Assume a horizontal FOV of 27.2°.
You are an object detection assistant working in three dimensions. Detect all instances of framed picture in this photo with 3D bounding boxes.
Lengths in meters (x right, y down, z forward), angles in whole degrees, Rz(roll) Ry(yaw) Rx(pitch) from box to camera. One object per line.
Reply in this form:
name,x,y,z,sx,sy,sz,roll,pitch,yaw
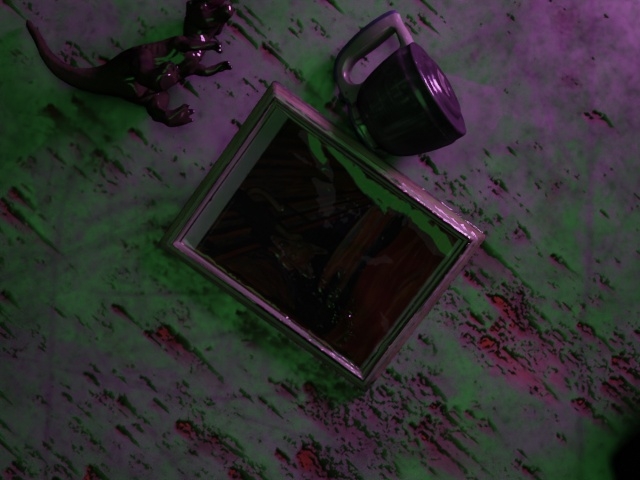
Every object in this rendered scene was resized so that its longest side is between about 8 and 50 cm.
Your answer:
framed picture,0.000,0.000,1.365,0.273,0.016,0.216,35,102,-2

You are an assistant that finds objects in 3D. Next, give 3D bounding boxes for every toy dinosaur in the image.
toy dinosaur,-0.185,-0.203,1.388,0.187,0.087,0.179,-38,54,-20

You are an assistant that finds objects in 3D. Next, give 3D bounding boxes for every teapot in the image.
teapot,0.073,-0.150,1.363,0.108,0.111,0.149,-29,99,16

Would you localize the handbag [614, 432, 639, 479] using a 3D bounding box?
handbag,0.439,0.329,1.282,0.152,0.288,0.342,-23,90,-10
